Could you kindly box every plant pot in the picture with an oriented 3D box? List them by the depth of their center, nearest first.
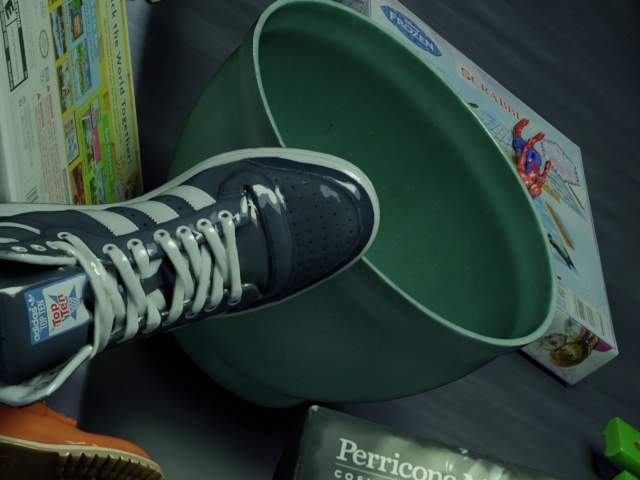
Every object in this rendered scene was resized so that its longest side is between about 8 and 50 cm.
[{"bbox_3d":[0.000,0.000,1.159,0.293,0.196,0.293,34,34,-27],"label":"plant pot"}]

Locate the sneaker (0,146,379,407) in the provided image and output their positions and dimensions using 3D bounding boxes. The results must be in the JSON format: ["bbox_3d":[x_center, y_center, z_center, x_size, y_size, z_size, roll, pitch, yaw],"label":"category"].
[{"bbox_3d":[-0.101,0.019,0.910,0.153,0.282,0.099,-101,-178,-76],"label":"sneaker"}]

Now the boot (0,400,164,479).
[{"bbox_3d":[-0.165,0.111,0.930,0.158,0.059,0.084,17,34,-26],"label":"boot"}]

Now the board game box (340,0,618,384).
[{"bbox_3d":[0.141,-0.061,1.559,0.319,0.066,0.318,36,32,-25],"label":"board game box"}]

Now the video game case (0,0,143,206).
[{"bbox_3d":[-0.171,-0.092,1.054,0.206,0.026,0.227,-59,150,-60],"label":"video game case"}]

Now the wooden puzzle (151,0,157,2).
[{"bbox_3d":[-0.153,-0.243,1.414,0.078,0.014,0.116,59,30,6],"label":"wooden puzzle"}]

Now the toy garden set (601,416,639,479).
[{"bbox_3d":[0.326,0.302,1.424,0.204,0.049,0.244,35,32,-22],"label":"toy garden set"}]

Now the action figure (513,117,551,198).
[{"bbox_3d":[0.205,-0.077,1.569,0.038,0.030,0.115,43,31,-25],"label":"action figure"}]

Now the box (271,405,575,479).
[{"bbox_3d":[0.105,0.293,0.787,0.343,0.179,0.312,16,53,-5],"label":"box"}]
